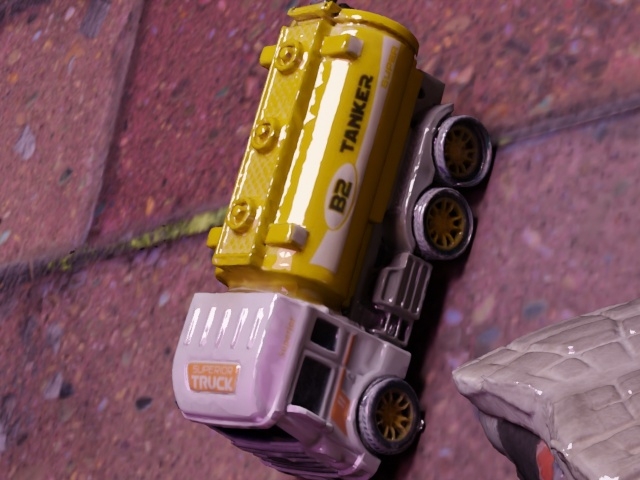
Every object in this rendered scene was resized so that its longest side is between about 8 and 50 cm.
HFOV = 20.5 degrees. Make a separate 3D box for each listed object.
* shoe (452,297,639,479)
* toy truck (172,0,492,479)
[{"bbox_3d":[0.131,0.099,0.704,0.099,0.126,0.227,-24,13,-5],"label":"shoe"},{"bbox_3d":[0.000,0.000,0.889,0.098,0.114,0.227,-2,67,50],"label":"toy truck"}]
